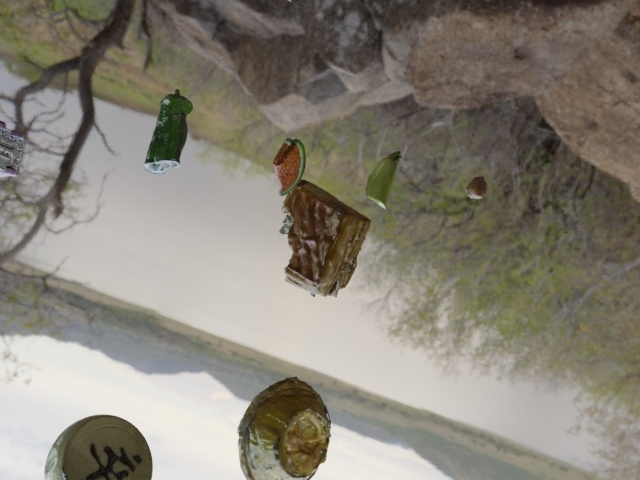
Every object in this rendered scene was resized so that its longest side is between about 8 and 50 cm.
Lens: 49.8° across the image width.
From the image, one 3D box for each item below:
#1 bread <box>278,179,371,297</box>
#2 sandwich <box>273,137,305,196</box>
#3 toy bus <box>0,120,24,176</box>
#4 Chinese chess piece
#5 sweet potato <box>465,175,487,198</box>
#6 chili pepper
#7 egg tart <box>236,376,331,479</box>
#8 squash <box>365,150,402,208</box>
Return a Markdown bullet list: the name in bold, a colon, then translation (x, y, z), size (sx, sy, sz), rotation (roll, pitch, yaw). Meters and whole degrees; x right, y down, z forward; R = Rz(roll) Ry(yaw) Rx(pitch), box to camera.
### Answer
- **bread**: translation (0.000, 0.000, 2.197), size (0.191, 0.314, 0.370), rotation (18, -173, -41)
- **sandwich**: translation (-0.057, -0.135, 1.231), size (0.026, 0.069, 0.101), rotation (30, 140, 35)
- **toy bus**: translation (-0.933, -0.259, 1.916), size (0.142, 0.142, 0.202), rotation (8, 174, 5)
- **Chinese chess piece**: translation (-0.384, 0.400, 1.204), size (0.188, 0.189, 0.083), rotation (27, 139, -36)
- **sweet potato**: translation (0.483, -0.167, 2.126), size (0.068, 0.060, 0.206), rotation (-14, -168, 21)
- **chili pepper**: translation (-0.457, -0.343, 2.105), size (0.099, 0.271, 0.136), rotation (22, 156, -29)
- **egg tart**: translation (-0.074, 0.519, 1.812), size (0.314, 0.315, 0.120), rotation (27, 161, -35)
- **squash**: translation (0.194, -0.197, 2.123), size (0.090, 0.200, 0.075), rotation (32, 157, -22)
